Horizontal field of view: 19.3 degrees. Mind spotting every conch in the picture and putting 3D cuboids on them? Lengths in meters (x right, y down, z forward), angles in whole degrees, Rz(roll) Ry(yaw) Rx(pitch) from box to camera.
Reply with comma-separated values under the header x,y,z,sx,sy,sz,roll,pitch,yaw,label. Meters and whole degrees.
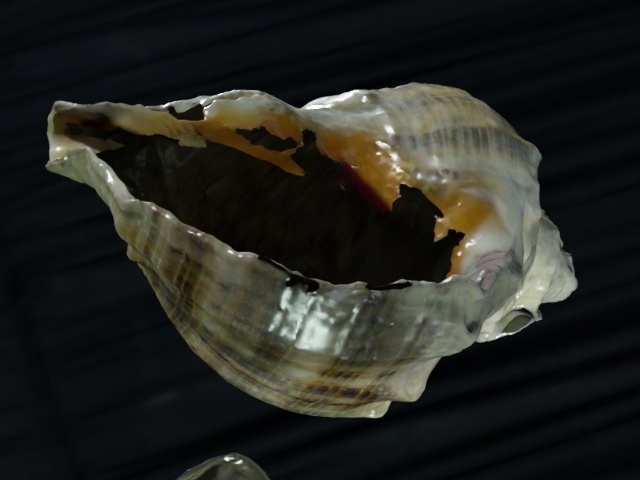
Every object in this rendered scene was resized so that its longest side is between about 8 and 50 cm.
x,y,z,sx,sy,sz,roll,pitch,yaw,label
0.000,0.013,0.968,0.210,0.291,0.159,-101,20,-49,conch

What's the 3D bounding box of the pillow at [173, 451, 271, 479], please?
x,y,z,sx,sy,sz,roll,pitch,yaw,label
-0.088,0.190,0.773,0.130,0.217,0.033,60,163,-12,pillow
